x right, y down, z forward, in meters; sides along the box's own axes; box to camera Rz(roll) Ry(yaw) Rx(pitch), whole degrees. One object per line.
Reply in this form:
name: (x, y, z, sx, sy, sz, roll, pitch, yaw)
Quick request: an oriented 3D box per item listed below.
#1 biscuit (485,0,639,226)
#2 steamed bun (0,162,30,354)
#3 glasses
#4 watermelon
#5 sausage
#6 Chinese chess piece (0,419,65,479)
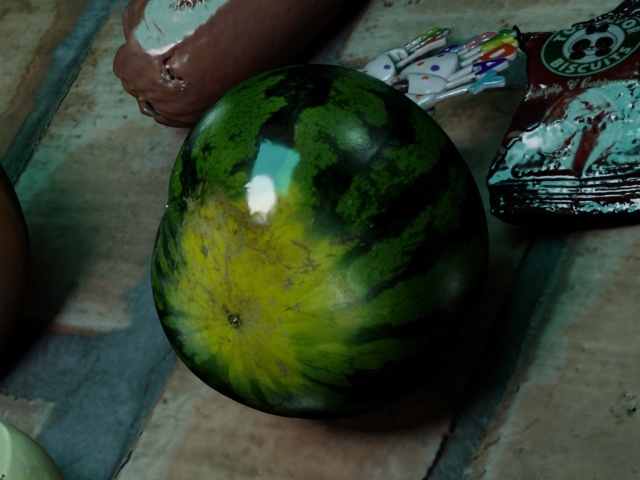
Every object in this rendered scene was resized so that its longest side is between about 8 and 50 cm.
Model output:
biscuit: (0.211, -0.112, 1.516, 0.151, 0.063, 0.235, -5, 47, 24)
steamed bun: (-0.417, 0.044, 1.721, 0.379, 0.248, 0.235, -49, 37, 6)
glasses: (0.088, -0.113, 1.601, 0.162, 0.095, 0.255, -44, 22, -11)
watermelon: (-0.001, 0.002, 1.423, 0.269, 0.269, 0.269, -21, 43, 22)
sausage: (-0.072, -0.224, 1.774, 0.279, 0.152, 0.152, -44, 40, -7)
Chinese chess piece: (-0.308, 0.255, 1.523, 0.251, 0.097, 0.251, -29, 28, 17)
